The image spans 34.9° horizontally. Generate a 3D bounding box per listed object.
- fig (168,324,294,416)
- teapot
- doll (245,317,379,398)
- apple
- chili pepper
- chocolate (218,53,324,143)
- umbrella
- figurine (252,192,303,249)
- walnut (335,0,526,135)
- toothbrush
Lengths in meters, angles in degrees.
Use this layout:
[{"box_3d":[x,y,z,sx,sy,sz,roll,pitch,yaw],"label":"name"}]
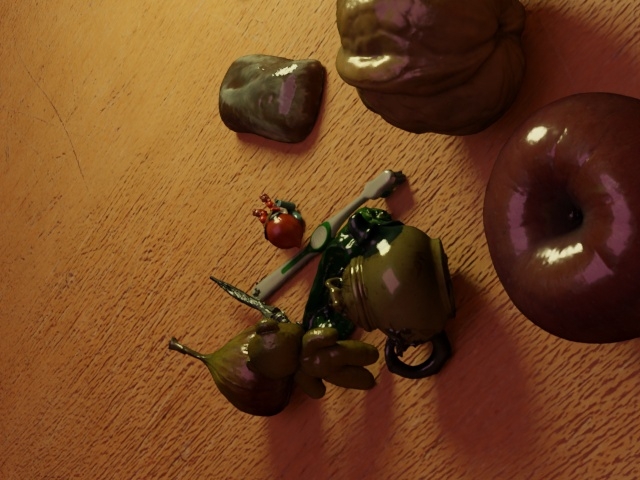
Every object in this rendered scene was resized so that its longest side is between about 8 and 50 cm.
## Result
[{"box_3d":[-0.138,0.214,1.763,0.231,0.143,0.160,10,96,38],"label":"fig"},{"box_3d":[0.101,0.083,1.487,0.183,0.173,0.269,-11,107,10],"label":"teapot"},{"box_3d":[-0.012,0.180,1.624,0.097,0.210,0.137,-78,2,-54],"label":"doll"},{"box_3d":[0.337,-0.024,1.202,0.306,0.235,0.305,-5,83,49],"label":"apple"},{"box_3d":[0.038,0.056,1.649,0.099,0.083,0.253,39,117,35],"label":"chili pepper"},{"box_3d":[-0.108,-0.268,1.864,0.254,0.080,0.156,17,97,49],"label":"chocolate"},{"box_3d":[-0.115,0.122,1.832,0.044,0.044,0.269,-42,42,-24],"label":"umbrella"},{"box_3d":[-0.068,-0.026,1.776,0.068,0.075,0.140,-63,27,20],"label":"figurine"},{"box_3d":[0.153,-0.295,1.439,0.285,0.285,0.296,18,135,49],"label":"walnut"},{"box_3d":[-0.004,0.000,1.732,0.418,0.040,0.042,-40,62,38],"label":"toothbrush"}]
